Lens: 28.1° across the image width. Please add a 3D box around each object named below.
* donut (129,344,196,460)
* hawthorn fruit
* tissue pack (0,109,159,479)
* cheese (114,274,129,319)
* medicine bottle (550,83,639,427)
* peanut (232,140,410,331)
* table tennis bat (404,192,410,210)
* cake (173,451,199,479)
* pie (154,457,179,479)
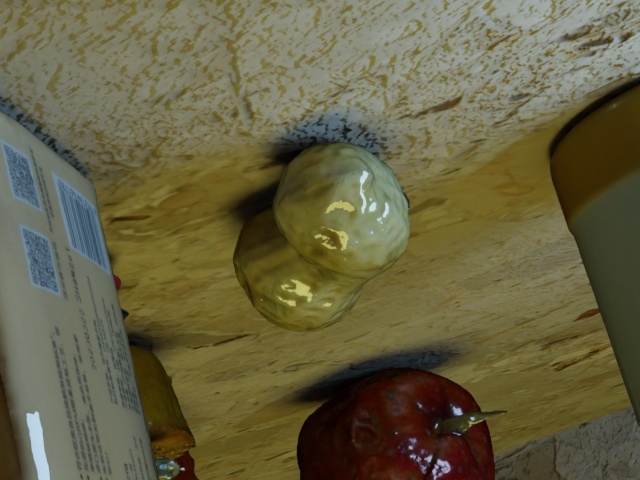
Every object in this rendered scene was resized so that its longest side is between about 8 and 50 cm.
[{"bbox_3d":[-0.261,0.175,1.202,0.277,0.109,0.277,-14,163,-4],"label":"donut"},{"bbox_3d":[0.095,0.282,1.619,0.258,0.258,0.262,-12,149,-10],"label":"hawthorn fruit"},{"bbox_3d":[-0.222,0.106,0.700,0.238,0.306,0.238,-14,163,-5],"label":"tissue pack"},{"bbox_3d":[-0.193,0.047,0.984,0.095,0.038,0.145,-17,161,8],"label":"cheese"},{"bbox_3d":[0.318,0.005,0.962,0.237,0.232,0.238,-14,163,-4],"label":"medicine bottle"},{"bbox_3d":[0.000,0.000,0.913,0.103,0.098,0.229,-36,171,-30],"label":"peanut"},{"bbox_3d":[0.035,0.046,1.041,0.107,0.119,0.170,-6,162,-29],"label":"table tennis bat"},{"bbox_3d":[-0.311,0.375,1.502,0.319,0.270,0.269,-19,162,14],"label":"cake"},{"bbox_3d":[-0.230,0.260,1.200,0.128,0.068,0.282,-5,156,-33],"label":"pie"}]
